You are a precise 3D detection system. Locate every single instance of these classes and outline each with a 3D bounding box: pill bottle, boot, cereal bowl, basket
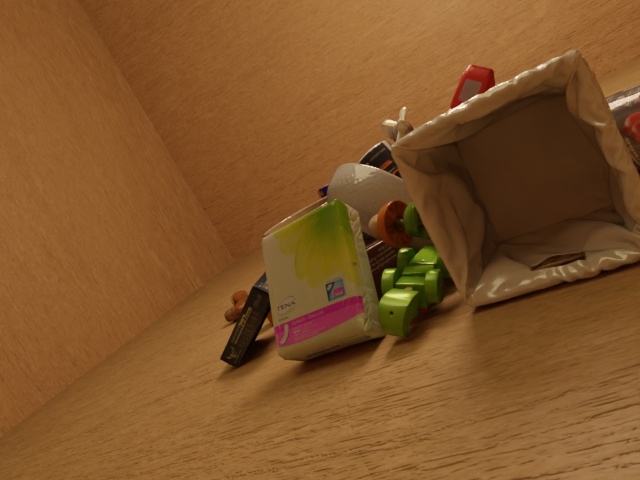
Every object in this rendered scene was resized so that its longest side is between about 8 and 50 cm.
[{"bbox_3d":[0.226,-0.160,1.566,0.130,0.245,0.130,-40,-11,-9],"label":"pill bottle"},{"bbox_3d":[-0.266,0.226,2.043,0.152,0.073,0.197,-28,20,19],"label":"boot"},{"bbox_3d":[0.156,-0.053,1.449,0.141,0.339,0.339,-59,15,-12],"label":"cereal bowl"},{"bbox_3d":[0.364,-0.107,0.949,0.328,0.331,0.266,-24,4,34],"label":"basket"},{"bbox_3d":[0.641,-0.227,1.212,0.176,0.176,0.319,-35,9,-35],"label":"pill bottle"}]

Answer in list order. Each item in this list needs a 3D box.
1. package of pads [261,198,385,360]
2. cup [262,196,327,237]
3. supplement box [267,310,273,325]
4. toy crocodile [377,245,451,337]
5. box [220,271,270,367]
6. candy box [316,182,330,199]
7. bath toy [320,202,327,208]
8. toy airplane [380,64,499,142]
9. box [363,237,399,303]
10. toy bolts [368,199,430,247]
[{"bbox_3d":[-0.005,0.092,1.157,0.229,0.296,0.101,-25,-27,31],"label":"package of pads"},{"bbox_3d":[0.000,0.000,1.886,0.331,0.237,0.331,-29,8,5],"label":"cup"},{"bbox_3d":[-0.069,0.165,1.666,0.233,0.078,0.080,-30,7,-7],"label":"supplement box"},{"bbox_3d":[0.206,0.085,1.113,0.115,0.105,0.340,-1,17,24],"label":"toy crocodile"},{"bbox_3d":[-0.179,0.201,1.465,0.183,0.059,0.232,-60,-5,-74],"label":"box"},{"bbox_3d":[0.146,-0.117,1.994,0.122,0.268,0.317,-28,5,-25],"label":"candy box"},{"bbox_3d":[0.058,-0.076,1.668,0.348,0.129,0.151,-46,42,-9],"label":"bath toy"},{"bbox_3d":[0.379,-0.233,1.472,0.272,0.384,0.386,-45,14,-35],"label":"toy airplane"},{"bbox_3d":[0.057,0.098,1.418,0.191,0.143,0.381,-32,10,-19],"label":"box"},{"bbox_3d":[0.224,-0.073,1.191,0.229,0.218,0.158,19,-17,-37],"label":"toy bolts"}]
